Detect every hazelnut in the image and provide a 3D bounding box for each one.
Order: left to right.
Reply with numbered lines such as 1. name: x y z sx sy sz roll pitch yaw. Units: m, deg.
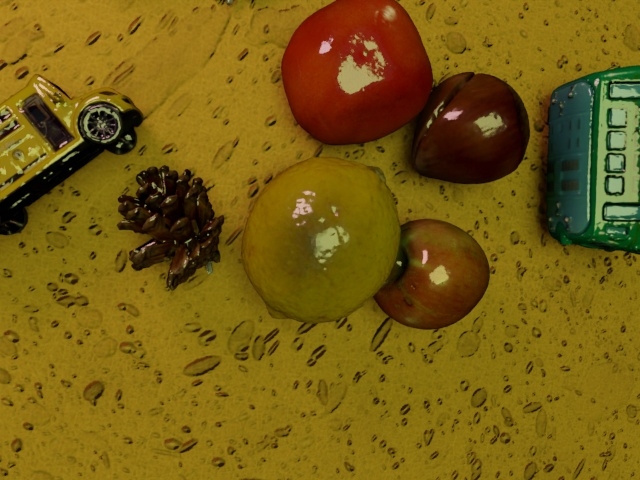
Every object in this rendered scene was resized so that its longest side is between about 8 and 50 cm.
1. hazelnut: 0.249 -0.182 0.932 0.208 0.208 0.208 -1 93 -11

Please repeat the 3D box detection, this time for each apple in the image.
1. apple: 0.191 0.059 0.930 0.196 0.196 0.195 -1 93 -11

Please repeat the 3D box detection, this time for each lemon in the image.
1. lemon: 0.000 -0.001 0.859 0.267 0.267 0.267 -1 93 -11

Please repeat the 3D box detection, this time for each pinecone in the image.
1. pinecone: -0.235 -0.024 0.844 0.150 0.179 0.195 -14 77 -30

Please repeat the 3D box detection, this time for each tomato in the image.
1. tomato: 0.059 -0.284 0.891 0.260 0.180 0.259 0 90 -10

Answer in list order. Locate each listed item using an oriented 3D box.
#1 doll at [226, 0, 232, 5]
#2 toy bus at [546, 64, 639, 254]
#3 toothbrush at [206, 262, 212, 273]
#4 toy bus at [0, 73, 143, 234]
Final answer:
1. doll: -0.130 -0.441 0.916 0.114 0.039 0.057 -13 63 2
2. toy bus: 0.531 -0.142 0.989 0.200 0.183 0.343 0 92 -8
3. toothbrush: -0.202 -0.023 0.933 0.011 0.014 0.167 -7 94 -16
4. toy bus: -0.438 -0.136 0.814 0.331 0.145 0.151 -39 98 -6
